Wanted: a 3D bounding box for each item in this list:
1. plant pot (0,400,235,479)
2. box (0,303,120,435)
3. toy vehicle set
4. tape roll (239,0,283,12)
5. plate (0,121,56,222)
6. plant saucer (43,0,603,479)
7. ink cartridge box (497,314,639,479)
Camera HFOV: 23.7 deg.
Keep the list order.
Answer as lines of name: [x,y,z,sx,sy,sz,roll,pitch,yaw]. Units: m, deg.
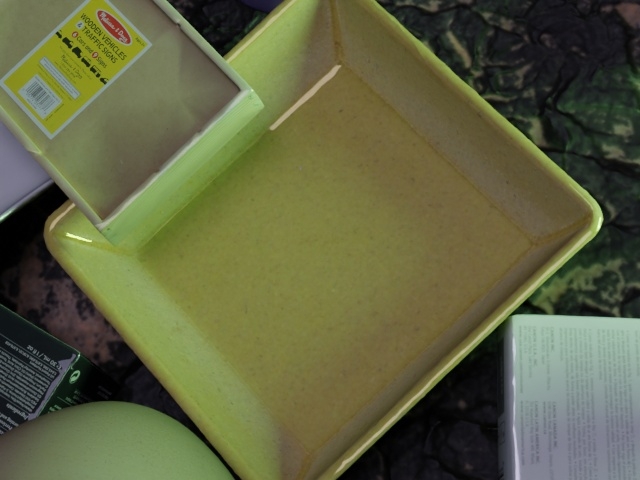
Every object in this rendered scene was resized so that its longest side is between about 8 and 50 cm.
plant pot: [-0.158,0.228,1.103,0.284,0.284,0.191,-8,34,12]
box: [-0.327,0.121,1.250,0.261,0.103,0.184,29,77,22]
toy vehicle set: [-0.192,-0.144,1.251,0.166,0.035,0.267,-42,68,-3]
tape roll: [-0.025,-0.298,1.327,0.189,0.080,0.189,-5,70,13]
plate: [-0.327,-0.102,1.310,0.278,0.045,0.277,34,55,23]
plant saucer: [0.000,0.000,1.212,0.333,0.081,0.333,-43,64,-2]
ink cartridge box: [0.248,0.154,1.122,0.232,0.066,0.189,3,71,-6]
